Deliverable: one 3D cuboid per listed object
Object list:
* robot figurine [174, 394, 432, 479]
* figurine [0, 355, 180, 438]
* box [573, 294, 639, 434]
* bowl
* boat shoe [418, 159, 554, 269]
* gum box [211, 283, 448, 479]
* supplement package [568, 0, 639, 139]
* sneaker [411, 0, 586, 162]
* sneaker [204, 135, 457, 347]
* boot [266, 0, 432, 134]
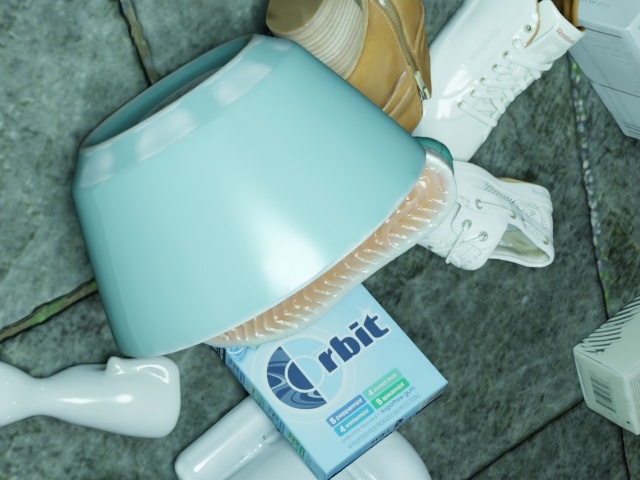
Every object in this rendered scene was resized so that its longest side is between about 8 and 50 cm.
[{"bbox_3d":[-0.024,0.306,1.292,0.353,0.200,0.300,-33,97,-21],"label":"robot figurine"},{"bbox_3d":[-0.249,0.199,1.161,0.210,0.092,0.214,4,105,-33],"label":"figurine"},{"bbox_3d":[0.462,0.120,1.644,0.275,0.094,0.113,-34,126,-22],"label":"box"},{"bbox_3d":[-0.086,-0.059,1.063,0.311,0.311,0.163,-39,108,-17],"label":"bowl"},{"bbox_3d":[0.156,-0.017,1.338,0.277,0.098,0.096,6,61,-38],"label":"boat shoe"},{"bbox_3d":[0.007,0.122,1.257,0.157,0.184,0.041,-33,159,-21],"label":"gum box"},{"bbox_3d":[0.378,-0.220,1.412,0.134,0.139,0.244,-51,131,-7],"label":"supplement package"},{"bbox_3d":[0.190,-0.192,1.297,0.106,0.123,0.290,20,98,-42],"label":"sneaker"},{"bbox_3d":[0.000,0.000,1.215,0.302,0.121,0.108,-30,102,14],"label":"sneaker"},{"bbox_3d":[0.072,-0.238,1.205,0.220,0.109,0.283,46,60,-50],"label":"boot"}]
